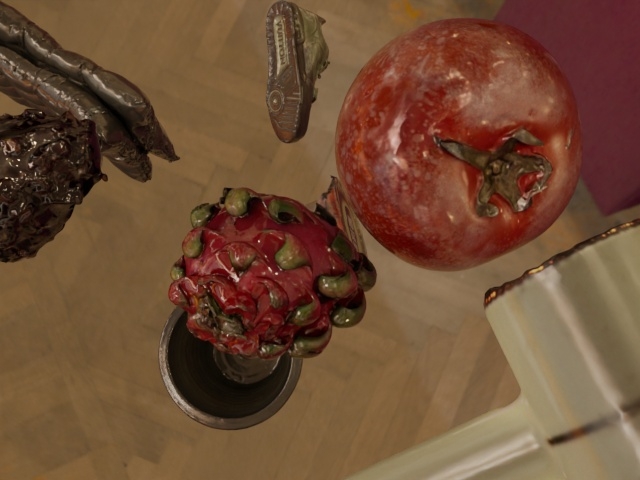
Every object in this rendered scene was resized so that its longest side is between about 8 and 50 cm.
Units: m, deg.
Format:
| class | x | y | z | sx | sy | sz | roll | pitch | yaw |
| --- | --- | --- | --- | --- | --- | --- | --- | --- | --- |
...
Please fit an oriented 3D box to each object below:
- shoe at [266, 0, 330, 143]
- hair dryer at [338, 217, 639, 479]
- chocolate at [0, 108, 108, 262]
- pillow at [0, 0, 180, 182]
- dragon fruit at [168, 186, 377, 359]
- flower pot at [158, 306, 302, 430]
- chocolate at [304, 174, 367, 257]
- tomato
| class | x | y | z | sx | sy | sz | roll | pitch | yaw |
| --- | --- | --- | --- | --- | --- | --- | --- | --- | --- |
| shoe | -0.031 | -0.353 | 1.833 | 0.149 | 0.109 | 0.292 | -8 | 96 | -45 |
| hair dryer | 0.107 | 0.155 | 0.586 | 0.362 | 0.128 | 0.203 | -31 | 75 | 23 |
| chocolate | -0.261 | -0.071 | 0.788 | 0.133 | 0.156 | 0.156 | -25 | 70 | 19 |
| pillow | -0.348 | -0.203 | 1.128 | 0.326 | 0.228 | 0.101 | 35 | 82 | 6 |
| dragon fruit | -0.041 | 0.047 | 0.971 | 0.273 | 0.218 | 0.198 | 28 | 59 | -38 |
| flower pot | -0.136 | 0.189 | 1.444 | 0.235 | 0.148 | 0.235 | -1 | 85 | 7 |
| chocolate | -0.004 | 0.002 | 1.549 | 0.147 | 0.221 | 0.221 | -18 | 70 | 7 |
| tomato | 0.142 | -0.108 | 0.940 | 0.270 | 0.270 | 0.227 | -26 | 32 | -12 |
